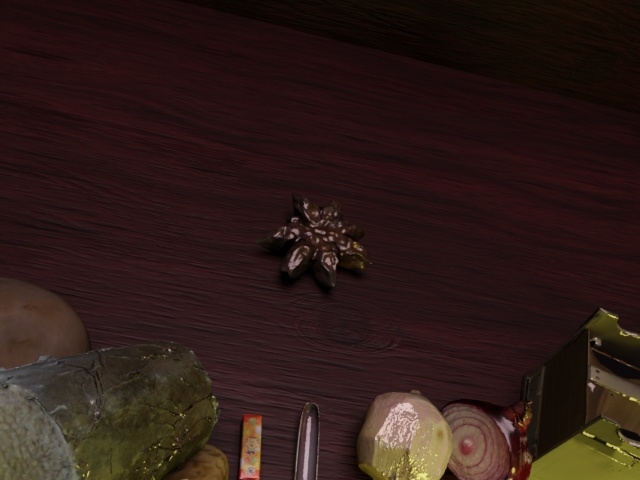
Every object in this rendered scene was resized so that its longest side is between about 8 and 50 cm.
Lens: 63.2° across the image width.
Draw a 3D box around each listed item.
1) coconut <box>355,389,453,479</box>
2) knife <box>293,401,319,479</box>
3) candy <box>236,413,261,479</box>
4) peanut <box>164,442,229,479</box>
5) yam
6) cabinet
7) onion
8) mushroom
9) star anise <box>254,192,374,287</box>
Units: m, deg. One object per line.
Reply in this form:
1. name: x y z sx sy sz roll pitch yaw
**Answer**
1. coconut: 0.162 0.380 1.011 0.194 0.194 0.194 8 47 -9
2. knife: -0.037 0.443 0.978 0.123 0.053 0.278 8 46 -4
3. candy: -0.135 0.399 0.981 0.038 0.062 0.122 7 48 -11
4. peanut: -0.238 0.449 0.872 0.196 0.110 0.233 -4 50 -26
5. yam: -0.325 0.270 0.751 0.241 0.241 0.348 40 16 19
6. cabinet: 0.581 0.361 1.055 0.227 0.318 0.290 25 46 7
7. onion: 0.351 0.389 1.036 0.140 0.218 0.195 22 24 -38
8. mushroom: -0.590 0.217 0.880 0.362 0.295 0.362 13 9 -2
9. star anise: -0.016 -0.010 1.356 0.315 0.108 0.315 9 54 -13
